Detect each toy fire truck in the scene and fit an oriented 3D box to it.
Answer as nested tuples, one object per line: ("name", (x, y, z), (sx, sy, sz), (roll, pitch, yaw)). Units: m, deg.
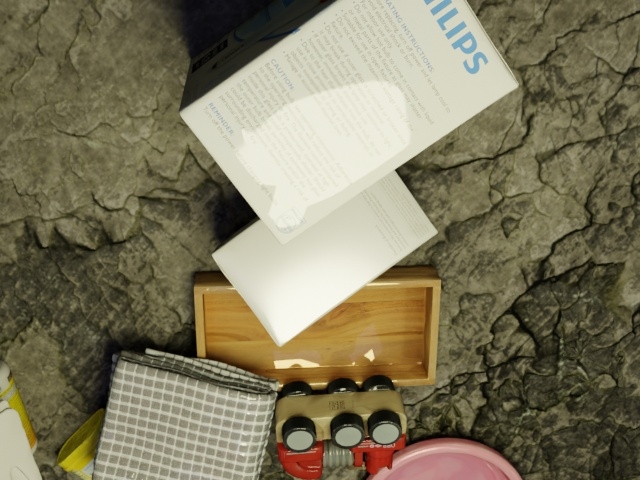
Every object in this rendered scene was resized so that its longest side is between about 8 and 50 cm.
("toy fire truck", (0.035, 0.357, 1.541), (0.217, 0.158, 0.246), (-4, 122, -3))

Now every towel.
("towel", (-0.228, 0.315, 1.455), (0.283, 0.121, 0.235), (12, 103, 1))

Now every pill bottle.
("pill bottle", (-0.562, 0.319, 1.516), (0.117, 0.117, 0.215), (-13, 112, 0))

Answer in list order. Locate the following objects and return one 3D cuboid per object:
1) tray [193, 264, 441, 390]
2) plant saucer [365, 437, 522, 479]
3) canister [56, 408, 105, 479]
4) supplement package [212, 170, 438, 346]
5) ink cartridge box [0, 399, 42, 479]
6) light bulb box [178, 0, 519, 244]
("tray", (-0.006, 0.152, 1.525), (0.411, 0.076, 0.203), (-2, 111, -5))
("plant saucer", (0.225, 0.506, 1.679), (0.332, 0.084, 0.332), (-2, 112, -4))
("canister", (-0.367, 0.399, 1.590), (0.126, 0.073, 0.170), (-43, 110, 11))
("supplement package", (0.000, 0.000, 1.363), (0.293, 0.177, 0.175), (-36, 95, -3))
("ink cartridge box", (-0.655, 0.403, 1.430), (0.395, 0.166, 0.285), (-1, 114, 26))
("light bulb box", (0.021, -0.232, 1.222), (0.361, 0.358, 0.225), (-34, 111, 7))
